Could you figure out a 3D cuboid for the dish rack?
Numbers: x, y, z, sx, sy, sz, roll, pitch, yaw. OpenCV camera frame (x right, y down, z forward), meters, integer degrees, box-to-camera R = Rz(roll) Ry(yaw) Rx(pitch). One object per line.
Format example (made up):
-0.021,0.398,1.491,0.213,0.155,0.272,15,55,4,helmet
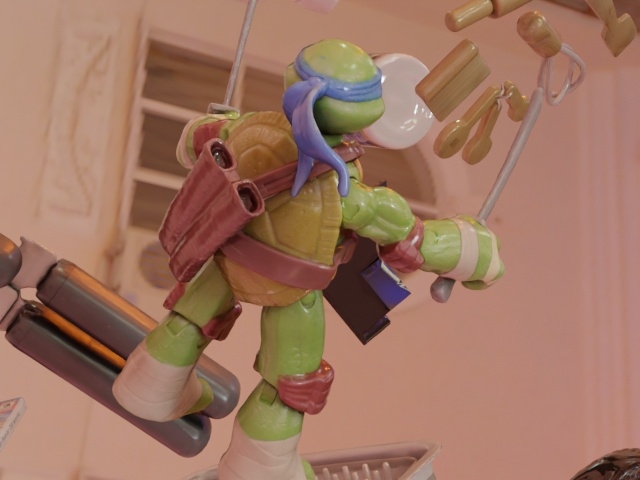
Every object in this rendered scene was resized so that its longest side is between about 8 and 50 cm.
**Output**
-0.055,0.292,1.334,0.332,0.285,0.072,-13,-85,30,dish rack

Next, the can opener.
-0.186,0.059,0.909,0.076,0.283,0.095,-53,-171,12,can opener

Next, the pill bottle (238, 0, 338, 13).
-0.148,-0.460,1.778,0.229,0.407,0.229,-160,-90,-76,pill bottle

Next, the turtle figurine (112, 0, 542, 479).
0.000,0.000,0.783,0.275,0.197,0.266,-87,-160,-66,turtle figurine

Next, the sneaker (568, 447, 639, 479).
0.315,0.273,1.287,0.341,0.139,0.125,-33,-102,54,sneaker

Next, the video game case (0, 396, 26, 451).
-0.317,0.180,1.080,0.166,0.119,0.015,-84,159,-74,video game case

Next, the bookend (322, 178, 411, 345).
0.071,0.030,1.766,0.157,0.156,0.072,-44,173,40,bookend

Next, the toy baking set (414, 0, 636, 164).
0.175,-0.163,1.107,0.030,0.256,0.197,46,-23,28,toy baking set

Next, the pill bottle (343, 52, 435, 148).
0.046,-0.169,1.588,0.186,0.112,0.112,13,-90,59,pill bottle
